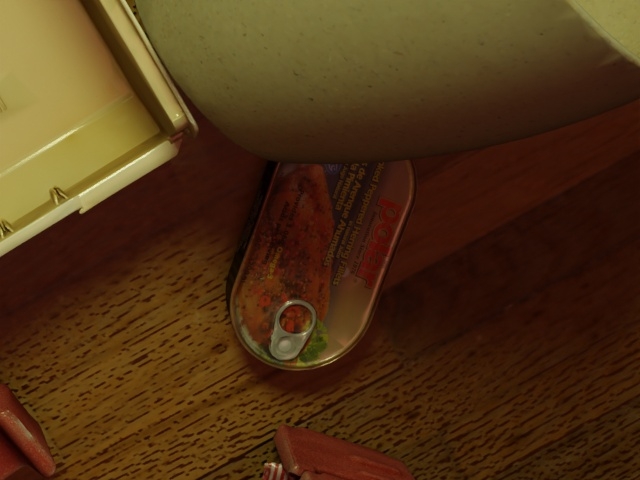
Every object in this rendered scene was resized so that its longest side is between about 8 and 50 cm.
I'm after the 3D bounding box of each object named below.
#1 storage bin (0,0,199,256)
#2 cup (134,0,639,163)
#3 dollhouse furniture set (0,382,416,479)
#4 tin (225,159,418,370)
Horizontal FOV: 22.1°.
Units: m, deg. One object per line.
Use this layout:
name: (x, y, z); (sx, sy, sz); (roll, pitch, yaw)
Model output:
storage bin: (-0.249, -0.098, 0.977); (0.262, 0.123, 0.260); (-33, 107, -8)
cup: (0.028, -0.177, 0.971); (0.237, 0.331, 0.331); (-32, 116, 26)
dollhouse furniture set: (-0.119, 0.223, 1.137); (0.374, 0.152, 0.201); (18, 104, -19)
tin: (0.000, 0.000, 1.151); (0.106, 0.040, 0.190); (17, 105, -15)
